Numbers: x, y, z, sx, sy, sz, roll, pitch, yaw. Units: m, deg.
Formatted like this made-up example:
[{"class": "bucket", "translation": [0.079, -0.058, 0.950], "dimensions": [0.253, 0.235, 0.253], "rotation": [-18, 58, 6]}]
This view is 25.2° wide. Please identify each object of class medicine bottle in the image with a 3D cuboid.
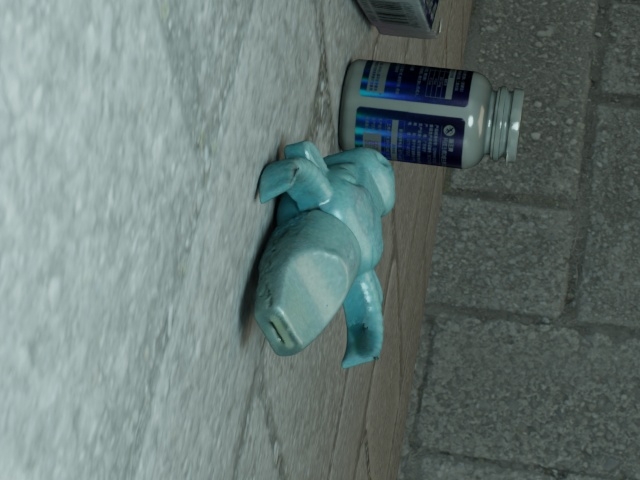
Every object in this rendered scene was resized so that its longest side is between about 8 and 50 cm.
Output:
[{"class": "medicine bottle", "translation": [0.121, -0.135, 1.552], "dimensions": [0.107, 0.191, 0.107], "rotation": [7, 90, -82]}]

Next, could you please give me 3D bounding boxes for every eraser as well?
[{"class": "eraser", "translation": [0.090, -0.303, 1.567], "dimensions": [0.287, 0.086, 0.130], "rotation": [15, 84, -82]}]

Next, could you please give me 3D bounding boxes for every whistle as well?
[{"class": "whistle", "translation": [0.000, 0.000, 1.199], "dimensions": [0.186, 0.093, 0.274], "rotation": [64, 26, -24]}]
